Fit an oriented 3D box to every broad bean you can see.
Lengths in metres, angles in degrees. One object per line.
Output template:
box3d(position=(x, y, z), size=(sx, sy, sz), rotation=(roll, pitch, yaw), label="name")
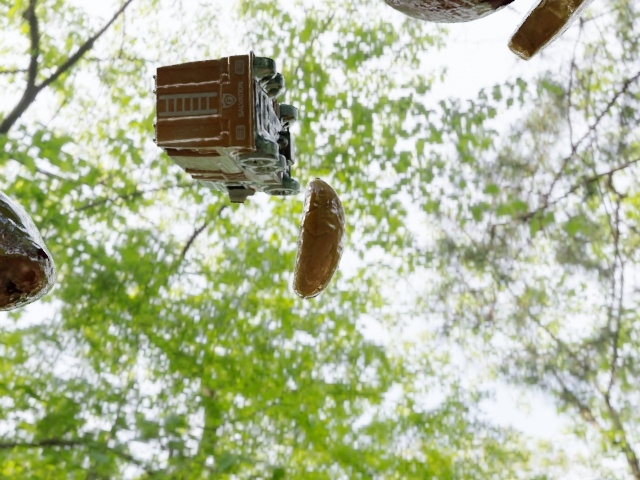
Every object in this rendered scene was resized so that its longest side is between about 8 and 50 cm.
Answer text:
box3d(position=(-0.320, 0.007, 0.977), size=(0.084, 0.165, 0.114), rotation=(-20, -45, -15), label="broad bean")

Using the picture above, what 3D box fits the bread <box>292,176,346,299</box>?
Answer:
box3d(position=(0.000, 0.000, 1.491), size=(0.077, 0.114, 0.189), rotation=(10, -93, 7), label="bread")

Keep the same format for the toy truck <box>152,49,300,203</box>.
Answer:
box3d(position=(-0.122, -0.142, 1.305), size=(0.162, 0.136, 0.305), rotation=(-3, -9, 6), label="toy truck")

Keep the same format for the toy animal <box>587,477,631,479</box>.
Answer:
box3d(position=(0.179, 0.242, 0.527), size=(0.138, 0.282, 0.140), rotation=(-21, -72, 10), label="toy animal")

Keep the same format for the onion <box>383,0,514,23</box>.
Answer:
box3d(position=(0.116, -0.371, 1.259), size=(0.267, 0.349, 0.159), rotation=(46, -51, 19), label="onion")

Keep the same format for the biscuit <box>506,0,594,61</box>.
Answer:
box3d(position=(0.379, -0.388, 1.257), size=(0.062, 0.385, 0.365), rotation=(38, -45, 0), label="biscuit")
